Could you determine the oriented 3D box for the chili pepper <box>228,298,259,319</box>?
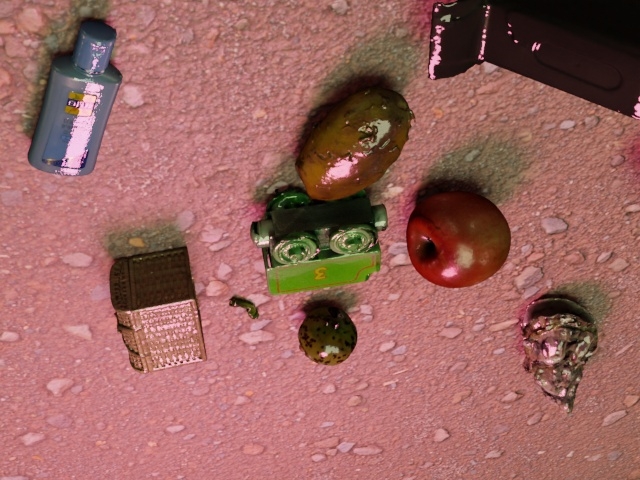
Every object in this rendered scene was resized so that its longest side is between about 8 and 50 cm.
[{"bbox_3d":[-0.144,0.134,1.883,0.083,0.022,0.027,37,84,-42],"label":"chili pepper"}]

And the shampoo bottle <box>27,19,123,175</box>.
[{"bbox_3d":[-0.355,-0.206,1.406,0.103,0.061,0.258,6,134,-25],"label":"shampoo bottle"}]

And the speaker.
[{"bbox_3d":[0.368,-0.270,1.368,0.184,0.388,0.180,-50,152,-32],"label":"speaker"}]

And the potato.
[{"bbox_3d":[0.052,-0.148,1.559,0.149,0.113,0.251,16,128,-36],"label":"potato"}]

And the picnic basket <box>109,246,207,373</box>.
[{"bbox_3d":[-0.299,0.131,1.745,0.154,0.134,0.196,-10,139,-6],"label":"picnic basket"}]

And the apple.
[{"bbox_3d":[0.249,-0.004,1.743,0.168,0.181,0.181,-22,145,-29],"label":"apple"}]

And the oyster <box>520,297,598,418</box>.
[{"bbox_3d":[0.539,0.265,2.162,0.162,0.158,0.351,7,131,26],"label":"oyster"}]

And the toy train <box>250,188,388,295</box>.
[{"bbox_3d":[0.000,0.000,1.700,0.243,0.132,0.188,-9,143,-4],"label":"toy train"}]

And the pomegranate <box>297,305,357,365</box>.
[{"bbox_3d":[0.005,0.198,1.936,0.122,0.122,0.161,12,155,-29],"label":"pomegranate"}]
